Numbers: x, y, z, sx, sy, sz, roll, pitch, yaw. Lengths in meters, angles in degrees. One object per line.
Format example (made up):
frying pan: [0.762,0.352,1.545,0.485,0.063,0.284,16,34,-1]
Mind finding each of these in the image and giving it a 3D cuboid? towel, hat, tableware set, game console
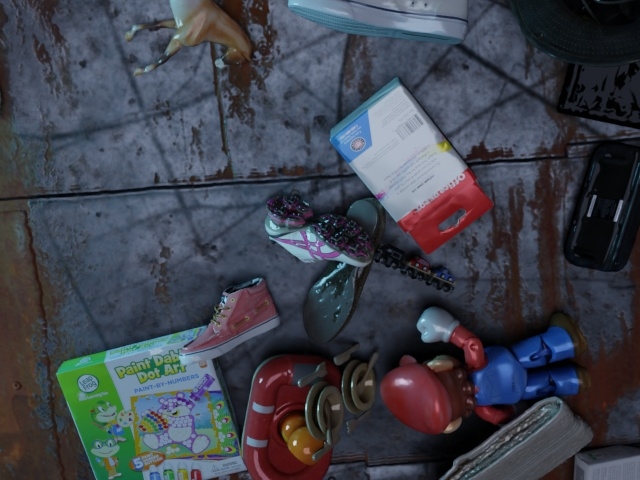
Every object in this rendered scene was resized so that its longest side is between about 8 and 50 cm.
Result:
towel: [0.298,0.359,1.571,0.282,0.049,0.187,-39,143,10]
hat: [0.432,-0.342,1.342,0.331,0.331,0.134,-33,143,9]
tableware set: [0.041,0.241,1.507,0.039,0.194,0.128,-5,100,32]
game console: [0.443,-0.127,1.474,0.213,0.044,0.361,12,106,-2]

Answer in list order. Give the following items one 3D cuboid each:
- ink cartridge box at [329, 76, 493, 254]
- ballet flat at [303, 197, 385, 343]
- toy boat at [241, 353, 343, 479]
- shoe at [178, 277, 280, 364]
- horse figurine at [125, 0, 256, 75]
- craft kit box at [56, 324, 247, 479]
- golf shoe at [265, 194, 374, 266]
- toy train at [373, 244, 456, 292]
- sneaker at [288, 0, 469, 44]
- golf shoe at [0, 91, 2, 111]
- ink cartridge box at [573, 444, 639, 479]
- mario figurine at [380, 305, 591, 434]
ink cartridge box: [0.136,-0.109,1.460,0.134,0.078,0.231,-37,103,11]
ballet flat: [0.043,0.047,1.521,0.084,0.058,0.250,29,109,25]
toy boat: [-0.035,0.300,1.536,0.151,0.151,0.231,4,108,-18]
shoe: [-0.148,0.122,1.511,0.178,0.063,0.081,-24,104,-29]
horse figurine: [-0.213,-0.352,1.395,0.174,0.066,0.263,-14,109,10]
craft kit box: [-0.266,0.284,1.595,0.250,0.061,0.246,-15,104,4]
golf shoe: [0.000,0.000,1.478,0.186,0.067,0.086,26,134,25]
toy train: [0.147,0.041,1.507,0.158,0.027,0.036,24,85,-30]
sneaker: [0.085,-0.341,1.395,0.258,0.094,0.091,8,89,-7]
golf shoe: [-0.519,-0.246,1.418,0.069,0.086,0.176,-18,108,4]
ink cartridge box: [0.530,0.427,1.648,0.225,0.056,0.181,-7,108,-17]
mario figurine: [0.247,0.201,1.554,0.321,0.170,0.198,-11,70,-7]
